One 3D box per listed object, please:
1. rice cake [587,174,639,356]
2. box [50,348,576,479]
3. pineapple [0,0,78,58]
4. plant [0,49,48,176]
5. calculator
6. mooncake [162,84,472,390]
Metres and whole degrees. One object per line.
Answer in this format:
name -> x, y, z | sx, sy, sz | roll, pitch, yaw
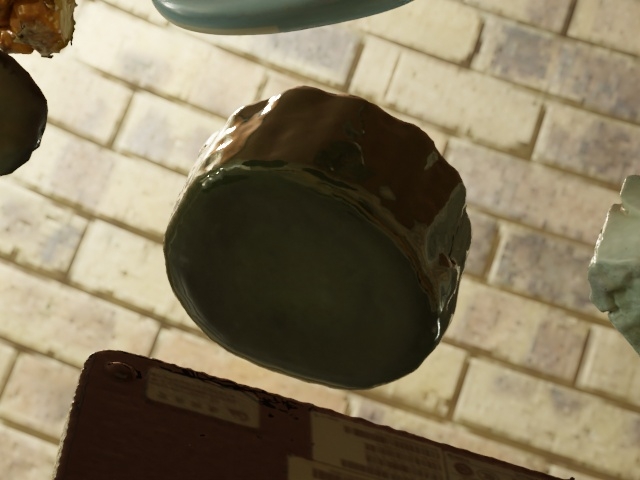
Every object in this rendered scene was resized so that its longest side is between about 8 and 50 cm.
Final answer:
rice cake -> 0.205, 0.061, 0.761 | 0.063, 0.069, 0.206 | -17, -61, 36
box -> 0.022, 0.173, 0.804 | 0.350, 0.058, 0.211 | 17, 23, -10
pineapple -> -0.330, -0.378, 1.377 | 0.209, 0.344, 0.286 | -1, -40, 3
plant -> -0.203, -0.046, 0.354 | 0.274, 0.149, 0.146 | 18, -33, 13
calculator -> 0.004, -0.244, 1.181 | 0.302, 0.188, 0.042 | -12, -43, 12
mooncake -> 0.000, 0.000, 1.712 | 0.356, 0.194, 0.356 | 14, -47, 16
